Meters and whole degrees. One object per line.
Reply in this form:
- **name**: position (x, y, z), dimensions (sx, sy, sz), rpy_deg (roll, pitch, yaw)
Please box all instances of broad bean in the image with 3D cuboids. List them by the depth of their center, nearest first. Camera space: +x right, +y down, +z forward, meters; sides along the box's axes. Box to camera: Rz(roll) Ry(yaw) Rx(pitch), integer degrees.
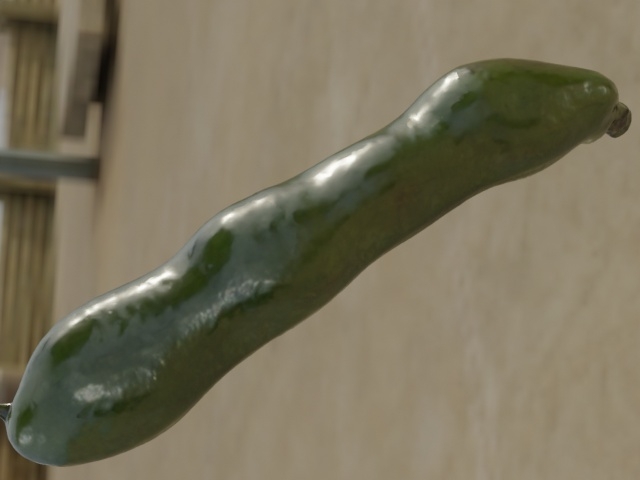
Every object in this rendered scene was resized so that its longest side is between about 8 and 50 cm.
- **broad bean**: position (-0.001, 0.000, 0.665), dimensions (0.052, 0.256, 0.053), rpy_deg (43, 159, 49)
